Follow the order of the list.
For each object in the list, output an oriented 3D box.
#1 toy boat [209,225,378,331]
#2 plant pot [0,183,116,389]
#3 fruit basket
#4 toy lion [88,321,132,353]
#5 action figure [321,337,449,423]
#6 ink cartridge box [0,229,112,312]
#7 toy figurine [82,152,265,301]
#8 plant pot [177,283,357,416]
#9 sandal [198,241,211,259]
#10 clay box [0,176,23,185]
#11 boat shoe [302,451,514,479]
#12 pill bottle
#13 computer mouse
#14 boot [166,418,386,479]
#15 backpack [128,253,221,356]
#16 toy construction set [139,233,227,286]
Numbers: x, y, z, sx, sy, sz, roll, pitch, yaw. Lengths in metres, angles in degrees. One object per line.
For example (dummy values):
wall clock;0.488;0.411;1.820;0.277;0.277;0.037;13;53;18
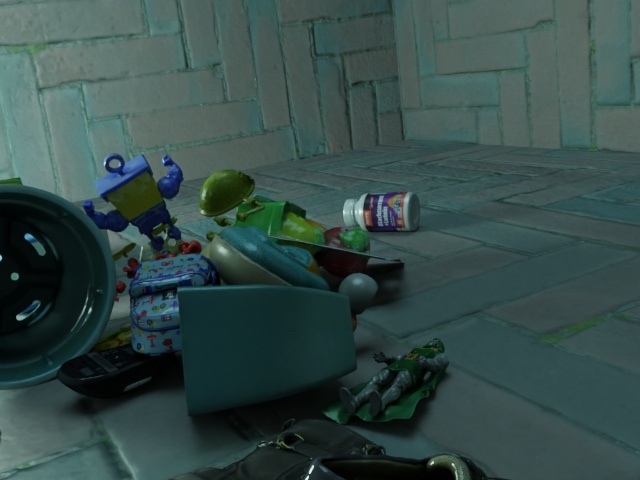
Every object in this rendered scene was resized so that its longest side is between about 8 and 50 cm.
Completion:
toy boat;-0.034;0.074;1.244;0.318;0.148;0.267;32;-1;45
plant pot;-0.591;0.074;1.312;0.341;0.341;0.334;-15;8;-29
fruit basket;0.000;0.000;1.511;0.353;0.165;0.327;5;-2;10
toy lion;-0.381;0.192;1.297;0.096;0.034;0.100;-20;17;-18
action figure;0.118;0.190;1.007;0.137;0.063;0.232;-1;11;35
ink cartridge box;-0.762;0.047;1.766;0.395;0.166;0.285;2;16;33
toy figurine;-0.316;-0.082;1.346;0.363;0.217;0.191;-32;29;-4
plant pot;-0.077;0.144;1.001;0.234;0.165;0.166;-4;-8;-11
sandal;-0.251;0.060;1.664;0.079;0.088;0.240;26;-15;-24
clay box;-0.698;-0.077;1.419;0.128;0.053;0.222;-18;4;29
boat shoe;0.110;0.235;0.620;0.285;0.092;0.103;9;20;-18
pill bottle;0.166;-0.077;1.939;0.194;0.108;0.108;-1;15;25
computer mouse;-0.264;0.211;1.121;0.184;0.060;0.262;16;23;41
boot;-0.014;0.259;0.734;0.229;0.091;0.263;-13;18;-41
backpack;-0.238;0.109;1.151;0.158;0.116;0.173;-8;22;-1
toy construction set;-0.251;0.093;1.418;0.215;0.151;0.328;-12;26;-18
